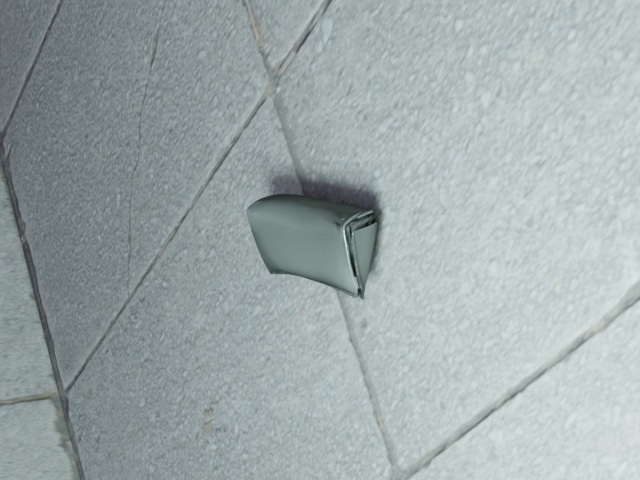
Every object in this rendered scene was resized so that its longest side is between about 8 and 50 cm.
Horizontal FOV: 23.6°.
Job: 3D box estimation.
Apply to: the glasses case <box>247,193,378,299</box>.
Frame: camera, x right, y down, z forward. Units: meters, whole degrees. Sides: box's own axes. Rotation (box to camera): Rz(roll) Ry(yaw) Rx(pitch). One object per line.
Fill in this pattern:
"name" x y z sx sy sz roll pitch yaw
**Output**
"glasses case" 0.000 0.002 2.248 0.308 0.083 0.128 14 114 60
